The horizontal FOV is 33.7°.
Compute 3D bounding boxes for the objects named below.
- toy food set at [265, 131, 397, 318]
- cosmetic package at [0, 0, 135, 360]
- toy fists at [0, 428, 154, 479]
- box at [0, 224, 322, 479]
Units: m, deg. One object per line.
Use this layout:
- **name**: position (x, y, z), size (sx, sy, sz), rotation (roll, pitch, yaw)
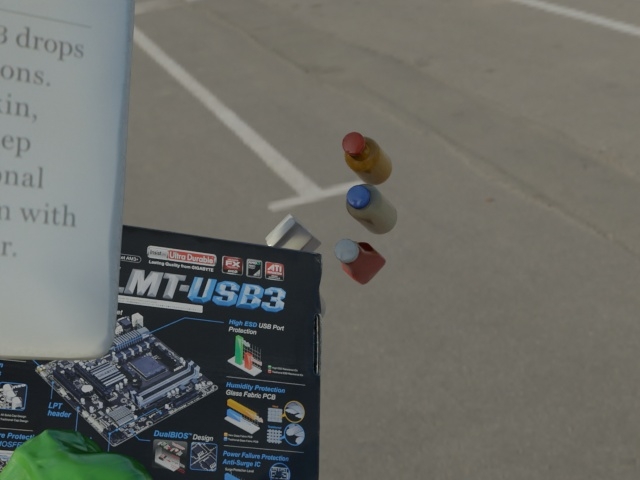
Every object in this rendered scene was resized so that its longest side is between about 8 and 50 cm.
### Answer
- **toy food set**: position (0.000, 0.000, 1.123), size (0.232, 0.104, 0.111), rotation (-45, 69, 3)
- **cosmetic package**: position (-0.195, -0.186, 0.388), size (0.230, 0.453, 0.161), rotation (7, -8, -29)
- **toy fists**: position (-0.161, 0.252, 0.597), size (0.096, 0.279, 0.142), rotation (27, 3, -39)
- **box**: position (-0.145, 0.134, 0.794), size (0.296, 0.293, 0.073), rotation (8, -25, -20)
